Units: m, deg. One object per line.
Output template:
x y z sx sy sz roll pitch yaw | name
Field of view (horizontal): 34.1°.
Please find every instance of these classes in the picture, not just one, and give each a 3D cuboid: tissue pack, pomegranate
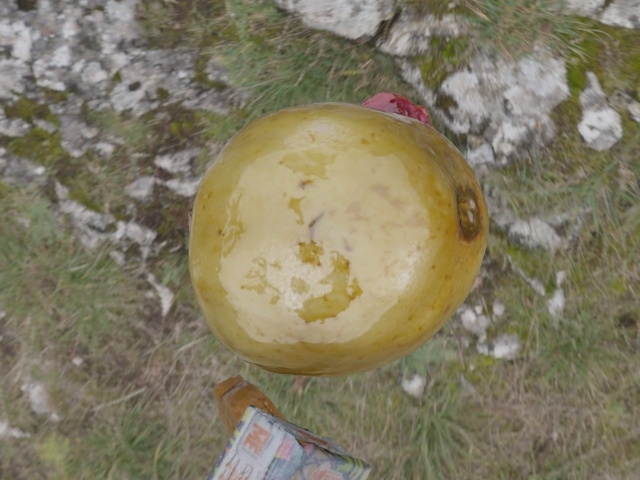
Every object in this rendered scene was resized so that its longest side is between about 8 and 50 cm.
-0.041 0.201 0.735 0.060 0.109 0.148 26 85 39 | tissue pack
0.019 -0.001 0.996 0.307 0.307 0.307 2 104 6 | pomegranate

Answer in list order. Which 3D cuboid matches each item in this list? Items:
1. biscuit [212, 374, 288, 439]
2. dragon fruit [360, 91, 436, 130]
-0.030 0.370 1.347 0.078 0.349 0.455 -20 57 -16 | biscuit
0.047 -0.037 1.230 0.212 0.134 0.262 2 94 29 | dragon fruit
